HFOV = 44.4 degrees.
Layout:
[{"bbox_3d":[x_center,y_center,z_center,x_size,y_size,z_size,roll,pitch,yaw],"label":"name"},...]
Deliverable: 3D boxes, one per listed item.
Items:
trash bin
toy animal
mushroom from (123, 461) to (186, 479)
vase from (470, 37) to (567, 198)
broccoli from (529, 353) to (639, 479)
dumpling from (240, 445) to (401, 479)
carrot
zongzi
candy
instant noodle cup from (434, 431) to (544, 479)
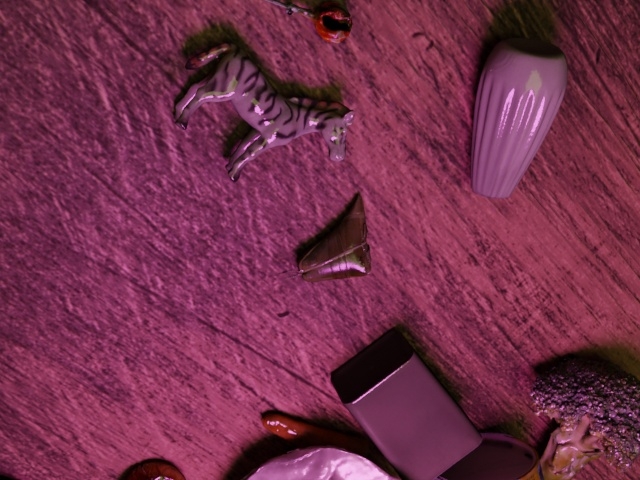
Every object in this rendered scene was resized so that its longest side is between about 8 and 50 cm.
[{"bbox_3d":[0.151,0.295,1.383,0.164,0.122,0.240,-36,117,0],"label":"trash bin"},{"bbox_3d":[-0.090,-0.164,1.119,0.255,0.090,0.170,24,100,-28],"label":"toy animal"},{"bbox_3d":[-0.288,0.437,1.346,0.123,0.052,0.123,-9,118,-17],"label":"mushroom"},{"bbox_3d":[0.293,-0.181,1.212,0.128,0.128,0.248,-1,123,-17],"label":"vase"},{"bbox_3d":[0.473,0.394,1.502,0.361,0.221,0.252,-56,153,11],"label":"broccoli"},{"bbox_3d":[-0.001,0.470,1.370,0.341,0.181,0.260,-3,124,30],"label":"dumpling"},{"bbox_3d":[-0.014,0.351,1.395,0.210,0.061,0.061,25,104,-21],"label":"carrot"},{"bbox_3d":[0.000,0.000,1.250,0.154,0.062,0.130,-7,95,2],"label":"zongzi"},{"bbox_3d":[-0.042,-0.323,1.087,0.185,0.049,0.055,15,77,-15],"label":"candy"},{"bbox_3d":[0.307,0.492,1.445,0.264,0.264,0.200,-12,102,-12],"label":"instant noodle cup"}]
